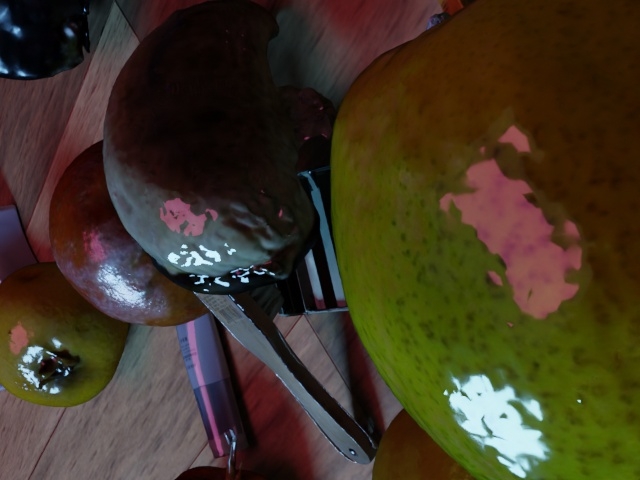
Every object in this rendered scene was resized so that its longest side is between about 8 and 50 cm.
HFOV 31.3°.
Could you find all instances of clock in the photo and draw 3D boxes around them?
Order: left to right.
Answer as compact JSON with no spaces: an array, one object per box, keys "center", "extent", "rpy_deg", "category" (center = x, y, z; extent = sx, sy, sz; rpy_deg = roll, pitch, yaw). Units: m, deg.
[{"center":[-0.481,0.084,1.821],"extent":[0.275,0.080,0.290],"rpy_deg":[-17,89,52],"category":"clock"}]

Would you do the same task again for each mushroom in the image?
[{"center":[-0.105,-0.111,1.119],"extent":[0.247,0.130,0.344],"rpy_deg":[-15,56,22],"category":"mushroom"}]

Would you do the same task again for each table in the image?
[{"center":[0.000,0.000,1.191],"extent":[0.175,0.062,0.146],"rpy_deg":[-11,93,65],"category":"table"}]

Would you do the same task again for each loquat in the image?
[{"center":[-0.367,0.128,1.594],"extent":[0.208,0.208,0.208],"rpy_deg":[21,118,47],"category":"loquat"}]

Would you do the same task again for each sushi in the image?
[{"center":[-0.415,-0.361,1.425],"extent":[0.299,0.281,0.294],"rpy_deg":[42,126,45],"category":"sushi"}]

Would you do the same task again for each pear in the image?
[{"center":[0.190,0.007,0.720],"extent":[0.391,0.391,0.391],"rpy_deg":[21,118,47],"category":"pear"}]

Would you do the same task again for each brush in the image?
[{"center":[-0.039,0.107,1.216],"extent":[0.327,0.065,0.070],"rpy_deg":[51,149,-13],"category":"brush"}]

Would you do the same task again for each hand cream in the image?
[{"center":[-0.149,0.147,1.449],"extent":[0.079,0.048,0.255],"rpy_deg":[-23,80,47],"category":"hand cream"}]

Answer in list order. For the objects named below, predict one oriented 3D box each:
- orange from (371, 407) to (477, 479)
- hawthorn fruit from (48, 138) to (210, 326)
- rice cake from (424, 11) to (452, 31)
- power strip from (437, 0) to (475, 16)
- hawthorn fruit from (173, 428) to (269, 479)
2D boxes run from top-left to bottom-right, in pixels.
[{"center":[0.163,0.238,0.931],"extent":[0.279,0.235,0.279],"rpy_deg":[31,132,41],"category":"orange"},{"center":[-0.205,-0.007,1.300],"extent":[0.263,0.235,0.231],"rpy_deg":[-32,42,27],"category":"hawthorn fruit"},{"center":[0.093,-0.120,1.023],"extent":[0.208,0.033,0.033],"rpy_deg":[102,149,-52],"category":"rice cake"},{"center":[0.140,-0.181,0.970],"extent":[0.178,0.049,0.028],"rpy_deg":[65,148,14],"category":"power strip"},{"center":[-0.120,0.356,1.363],"extent":[0.211,0.211,0.299],"rpy_deg":[27,112,44],"category":"hawthorn fruit"}]
